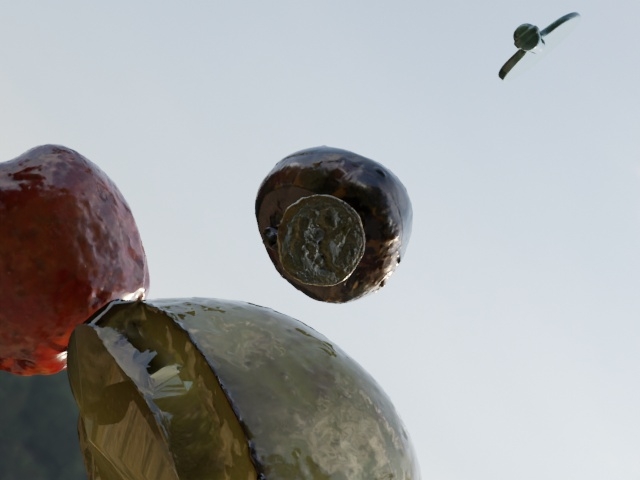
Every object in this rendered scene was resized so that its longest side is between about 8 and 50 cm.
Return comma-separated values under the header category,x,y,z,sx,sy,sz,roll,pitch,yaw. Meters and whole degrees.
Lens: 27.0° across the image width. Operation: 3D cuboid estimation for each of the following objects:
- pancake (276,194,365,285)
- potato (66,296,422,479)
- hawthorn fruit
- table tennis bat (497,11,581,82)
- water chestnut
category,x,y,z,sx,sy,sz,roll,pitch,yaw
pancake,0.000,0.000,2.126,0.158,0.158,0.028,59,-18,-19
potato,-0.043,0.161,0.997,0.285,0.242,0.242,37,-23,43
hawthorn fruit,-0.240,0.048,1.205,0.243,0.207,0.207,59,-16,11
table tennis bat,0.321,-0.290,1.979,0.040,0.153,0.244,52,15,8
water chestnut,0.006,-0.021,2.317,0.300,0.300,0.300,46,-18,20
